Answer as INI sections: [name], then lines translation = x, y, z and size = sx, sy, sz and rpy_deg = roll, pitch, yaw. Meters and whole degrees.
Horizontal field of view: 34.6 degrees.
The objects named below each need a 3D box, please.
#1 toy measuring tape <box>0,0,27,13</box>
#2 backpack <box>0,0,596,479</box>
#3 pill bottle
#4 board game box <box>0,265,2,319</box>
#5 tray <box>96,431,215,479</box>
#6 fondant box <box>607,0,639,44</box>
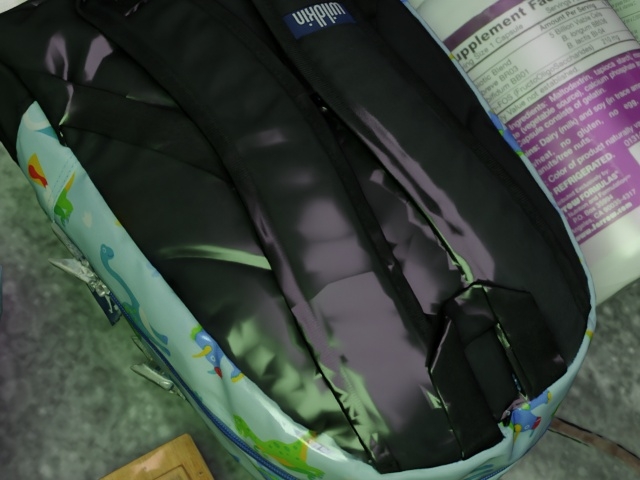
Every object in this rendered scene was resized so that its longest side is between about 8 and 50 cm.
[toy measuring tape]
translation = -0.336, -0.194, 0.668
size = 0.330, 0.121, 0.121
rpy_deg = -2, 68, -18
[backpack]
translation = 0.000, 0.000, 0.627
size = 0.290, 0.273, 0.355
rpy_deg = -29, 56, -28
[pill bottle]
translation = 0.152, -0.102, 0.745
size = 0.169, 0.169, 0.301
rpy_deg = -27, 76, -25
[board game box]
translation = -0.318, 0.147, 0.439
size = 0.319, 0.066, 0.318
rpy_deg = 5, 61, -15
[tray]
translation = -0.062, 0.332, 0.540
size = 0.203, 0.076, 0.411
rpy_deg = -26, 77, -25
[fondant box]
translation = 0.322, -0.223, 0.834
size = 0.238, 0.096, 0.330
rpy_deg = -18, 95, -23
